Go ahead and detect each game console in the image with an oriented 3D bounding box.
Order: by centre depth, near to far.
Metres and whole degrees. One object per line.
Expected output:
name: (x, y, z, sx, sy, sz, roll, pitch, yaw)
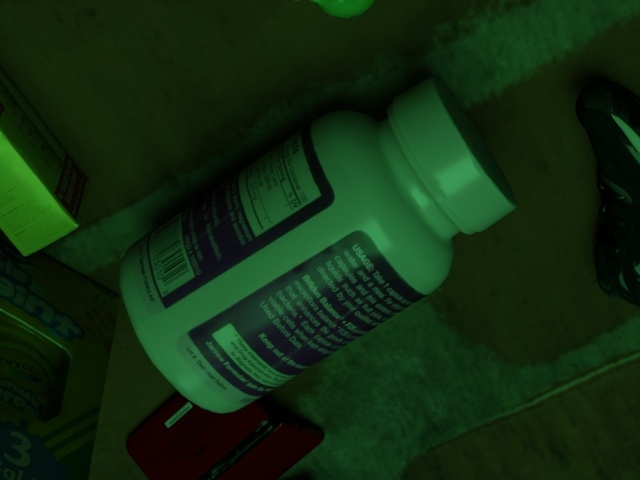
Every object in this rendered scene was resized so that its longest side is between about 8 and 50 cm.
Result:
game console: (-0.093, 0.194, 1.200, 0.144, 0.085, 0.124, -42, 83, 18)

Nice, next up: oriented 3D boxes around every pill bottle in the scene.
pill bottle: (0.000, 0.000, 1.005, 0.301, 0.169, 0.169, -32, 117, 15)

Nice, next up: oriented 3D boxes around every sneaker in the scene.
sneaker: (0.278, -0.005, 1.059, 0.124, 0.107, 0.283, -32, 117, 21)

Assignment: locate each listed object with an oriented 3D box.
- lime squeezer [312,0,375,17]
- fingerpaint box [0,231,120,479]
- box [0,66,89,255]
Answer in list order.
lime squeezer: (-0.007, -0.233, 0.936, 0.310, 0.059, 0.110, 16, 118, -11)
fingerpaint box: (-0.389, 0.086, 0.915, 0.445, 0.371, 0.163, 32, 114, -19)
box: (-0.277, -0.103, 0.978, 0.058, 0.087, 0.232, -27, 117, 12)
